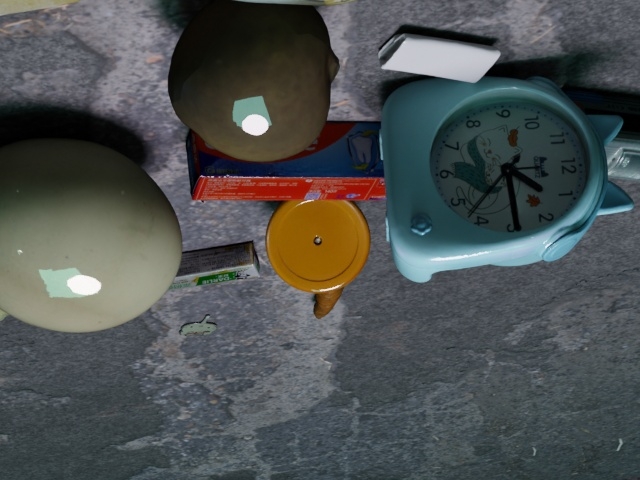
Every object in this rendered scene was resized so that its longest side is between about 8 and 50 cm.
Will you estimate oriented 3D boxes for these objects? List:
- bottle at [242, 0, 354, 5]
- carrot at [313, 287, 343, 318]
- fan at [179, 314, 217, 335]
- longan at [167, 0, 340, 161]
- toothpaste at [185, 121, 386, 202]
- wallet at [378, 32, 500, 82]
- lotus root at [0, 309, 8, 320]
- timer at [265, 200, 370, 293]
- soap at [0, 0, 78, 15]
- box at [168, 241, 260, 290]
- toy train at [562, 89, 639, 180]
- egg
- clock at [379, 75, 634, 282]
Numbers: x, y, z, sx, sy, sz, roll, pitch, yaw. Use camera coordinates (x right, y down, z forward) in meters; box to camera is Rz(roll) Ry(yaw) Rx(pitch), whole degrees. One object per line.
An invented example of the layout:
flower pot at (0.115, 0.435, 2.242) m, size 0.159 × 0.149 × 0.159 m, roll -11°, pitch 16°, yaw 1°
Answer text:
bottle at (0.024, -0.259, 1.491) m, size 0.269 × 0.083 × 0.083 m, roll -2°, pitch 156°, yaw -21°
carrot at (0.009, 0.069, 2.299) m, size 0.047 × 0.047 × 0.191 m, roll -4°, pitch 160°, yaw -9°
fan at (-0.180, 0.128, 2.420) m, size 0.056 × 0.004 × 0.083 m, roll 2°, pitch 155°, yaw -19°
longan at (-0.065, -0.162, 1.587) m, size 0.189 × 0.189 × 0.189 m, roll -6°, pitch 157°, yaw -3°
toothpaste at (0.006, -0.092, 1.878) m, size 0.320 × 0.076 × 0.066 m, roll -1°, pitch 156°, yaw -17°
wallet at (0.127, -0.199, 1.732) m, size 0.122 × 0.025 × 0.061 m, roll 5°, pitch 155°, yaw -27°
lotus root at (-0.375, 0.027, 1.984) m, size 0.234 × 0.119 × 0.138 m, roll -8°, pitch 157°, yaw 4°
timer at (0.000, 0.000, 2.070) m, size 0.132 × 0.132 × 0.152 m, roll -9°, pitch 180°, yaw 3°
soap at (-0.238, -0.304, 1.298) m, size 0.199 × 0.091 × 0.315 m, roll -8°, pitch 156°, yaw 4°
box at (-0.186, 0.042, 2.174) m, size 0.207 × 0.041 × 0.050 m, roll -9°, pitch 154°, yaw 3°
toy train at (0.451, -0.112, 1.959) m, size 0.409 × 0.089 × 0.086 m, roll 5°, pitch 149°, yaw -26°
egg at (-0.285, -0.006, 1.809) m, size 0.269 × 0.219 × 0.219 m, roll 29°, pitch 140°, yaw -32°
clock at (0.204, -0.069, 1.782) m, size 0.274 × 0.224 × 0.094 m, roll -2°, pitch 157°, yaw 2°
